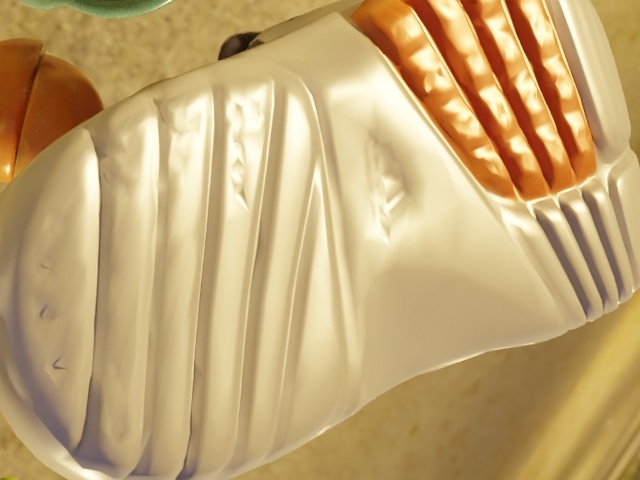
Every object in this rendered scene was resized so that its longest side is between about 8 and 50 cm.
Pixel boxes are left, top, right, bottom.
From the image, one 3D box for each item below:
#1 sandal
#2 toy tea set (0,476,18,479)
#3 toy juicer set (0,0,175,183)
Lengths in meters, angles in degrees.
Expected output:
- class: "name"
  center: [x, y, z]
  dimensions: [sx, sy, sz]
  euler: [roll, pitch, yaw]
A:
- class: "sandal"
  center: [-0.003, -0.010, 0.421]
  dimensions: [0.265, 0.076, 0.102]
  euler: [-19, 96, -53]
- class: "toy tea set"
  center: [-0.288, 0.196, 1.028]
  dimensions: [0.336, 0.200, 0.124]
  euler: [-19, 131, 6]
- class: "toy juicer set"
  center: [-0.059, -0.112, 0.613]
  dimensions: [0.329, 0.209, 0.089]
  euler: [-19, 179, 41]
